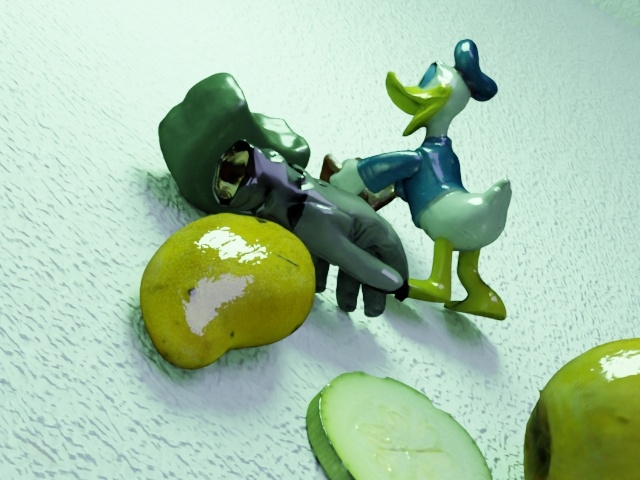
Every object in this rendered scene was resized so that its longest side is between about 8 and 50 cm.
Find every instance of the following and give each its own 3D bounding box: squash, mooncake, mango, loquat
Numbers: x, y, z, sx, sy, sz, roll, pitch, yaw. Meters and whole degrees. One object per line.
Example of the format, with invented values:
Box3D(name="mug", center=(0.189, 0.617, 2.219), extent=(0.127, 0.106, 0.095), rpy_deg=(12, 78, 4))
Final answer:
Box3D(name="squash", center=(0.079, 0.226, 1.578), extent=(0.219, 0.041, 0.219), rpy_deg=(27, 30, -17))
Box3D(name="mooncake", center=(-0.098, -0.113, 1.752), extent=(0.168, 0.175, 0.104), rpy_deg=(-16, 50, -10))
Box3D(name="mango", center=(-0.091, 0.046, 1.557), extent=(0.157, 0.109, 0.262), rpy_deg=(44, 26, 5))
Box3D(name="loquat", center=(0.357, 0.242, 1.662), extent=(0.275, 0.275, 0.275), rpy_deg=(31, 25, -17))

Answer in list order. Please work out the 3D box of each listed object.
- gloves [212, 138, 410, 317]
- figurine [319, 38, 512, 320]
Box3D(name="gloves", center=(0.003, -0.010, 1.716), extent=(0.285, 0.119, 0.142), rpy_deg=(44, 1, -32))
Box3D(name="figurine", center=(0.139, -0.093, 1.961), extent=(0.283, 0.338, 0.204), rpy_deg=(14, -3, 40))
